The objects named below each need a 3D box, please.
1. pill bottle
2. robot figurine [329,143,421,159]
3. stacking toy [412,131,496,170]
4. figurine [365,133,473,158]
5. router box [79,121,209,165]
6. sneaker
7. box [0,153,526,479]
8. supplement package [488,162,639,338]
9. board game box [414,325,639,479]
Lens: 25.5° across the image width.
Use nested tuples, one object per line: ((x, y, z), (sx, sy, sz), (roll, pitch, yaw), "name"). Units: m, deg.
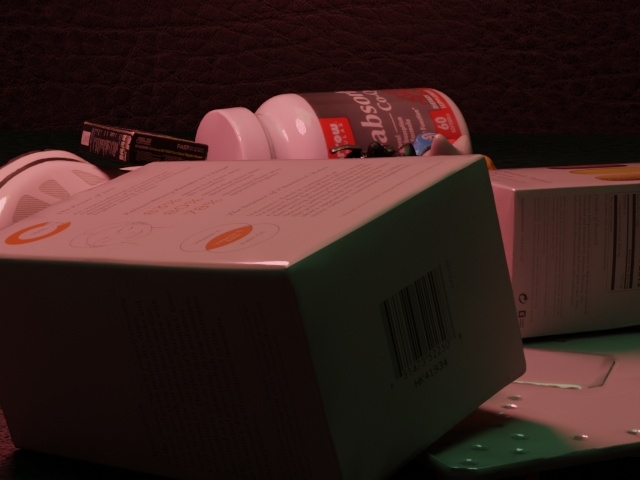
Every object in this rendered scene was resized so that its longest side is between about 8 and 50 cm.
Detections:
((0.018, -0.108, 2.022), (0.363, 0.210, 0.210), (-6, 11, -29), "pill bottle")
((0.000, 0.000, 1.517), (0.291, 0.211, 0.085), (-5, 39, -15), "robot figurine")
((0.241, -0.018, 1.774), (0.301, 0.166, 0.175), (18, 14, 16), "stacking toy")
((0.098, -0.001, 1.402), (0.092, 0.209, 0.215), (6, 11, 30), "figurine")
((-0.207, -0.108, 1.669), (0.092, 0.038, 0.122), (14, 6, 41), "router box")
((-0.187, -0.021, 1.638), (0.257, 0.169, 0.447), (4, 8, 30), "sneaker")
((-0.062, 0.051, 1.021), (0.345, 0.168, 0.215), (2, 23, 42), "box")
((0.244, 0.003, 1.306), (0.244, 0.134, 0.139), (-4, 11, -25), "supplement package")
((0.177, 0.124, 1.147), (0.390, 0.050, 0.390), (-4, 10, -25), "board game box")
